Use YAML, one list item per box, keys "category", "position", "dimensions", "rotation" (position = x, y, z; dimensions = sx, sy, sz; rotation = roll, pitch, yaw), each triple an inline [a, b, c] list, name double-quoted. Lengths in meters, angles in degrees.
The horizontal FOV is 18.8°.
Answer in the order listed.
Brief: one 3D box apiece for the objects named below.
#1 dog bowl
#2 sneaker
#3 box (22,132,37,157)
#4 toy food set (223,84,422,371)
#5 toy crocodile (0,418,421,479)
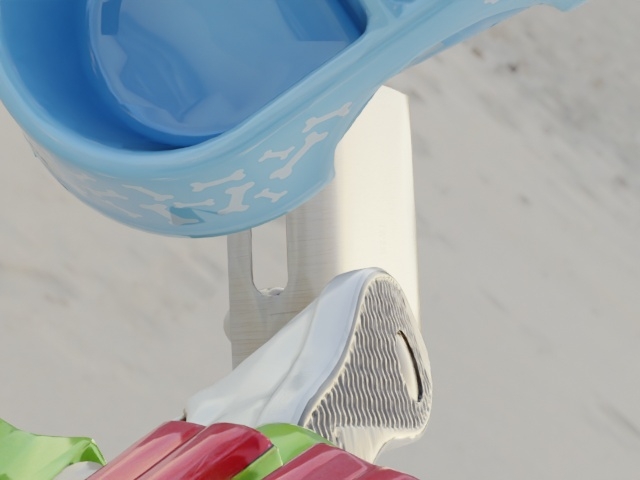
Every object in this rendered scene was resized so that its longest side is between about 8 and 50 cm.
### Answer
- category: "dog bowl"
  position: [-0.001, -0.125, 0.722]
  dimensions: [0.166, 0.297, 0.074]
  rotation: [56, 6, 10]
- category: "sneaker"
  position: [-0.022, 0.091, 1.072]
  dimensions: [0.105, 0.123, 0.290]
  rotation: [70, 21, -7]
- category: "box"
  position: [-0.159, -0.163, 1.032]
  dimensions: [0.060, 0.100, 0.244]
  rotation: [-6, 48, -35]
- category: "toy food set"
  position: [0.000, 0.000, 1.356]
  dimensions: [0.306, 0.092, 0.219]
  rotation: [1, 86, -74]
- category: "toy crocodile"
  position: [0.010, 0.099, 0.473]
  dimensions: [0.341, 0.115, 0.105]
  rotation: [12, -54, 42]
